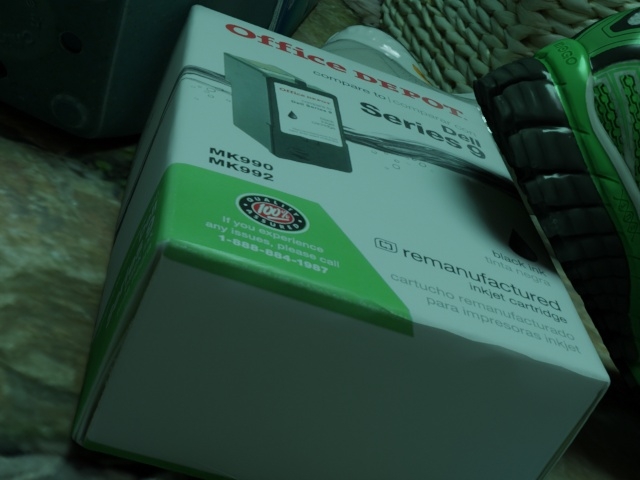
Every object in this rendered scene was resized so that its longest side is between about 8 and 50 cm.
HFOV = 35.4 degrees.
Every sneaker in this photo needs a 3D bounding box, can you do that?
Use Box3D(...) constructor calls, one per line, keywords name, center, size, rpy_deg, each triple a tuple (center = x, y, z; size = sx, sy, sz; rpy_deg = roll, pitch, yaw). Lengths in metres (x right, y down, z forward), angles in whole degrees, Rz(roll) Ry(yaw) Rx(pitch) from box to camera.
Box3D(name="sneaker", center=(0.221, 0.018, 0.566), size=(0.343, 0.146, 0.134), rpy_deg=(54, 15, -37))
Box3D(name="sneaker", center=(0.083, -0.081, 0.803), size=(0.262, 0.099, 0.121), rpy_deg=(29, 35, 22))

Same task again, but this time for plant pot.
Box3D(name="plant pot", center=(-0.155, -0.216, 0.678), size=(0.248, 0.247, 0.252), rpy_deg=(24, 45, -2))

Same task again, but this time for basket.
Box3D(name="basket", center=(0.268, -0.244, 1.028), size=(0.328, 0.266, 0.331), rpy_deg=(12, 32, -24))

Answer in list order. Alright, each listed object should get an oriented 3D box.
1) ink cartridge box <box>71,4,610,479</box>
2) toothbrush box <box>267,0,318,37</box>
Box3D(name="ink cartridge box", center=(0.000, 0.000, 0.550), size=(0.211, 0.121, 0.289), rpy_deg=(18, 29, -15))
Box3D(name="toothbrush box", center=(-0.101, -0.299, 0.970), size=(0.216, 0.126, 0.295), rpy_deg=(23, 29, -1))
